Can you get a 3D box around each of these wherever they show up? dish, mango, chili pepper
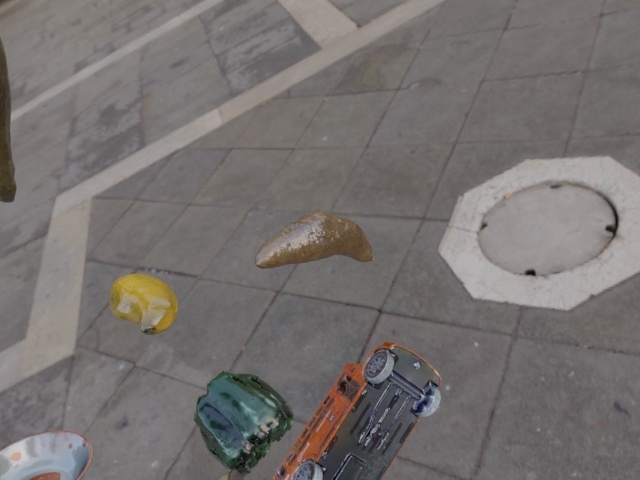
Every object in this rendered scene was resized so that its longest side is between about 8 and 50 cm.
[{"bbox_3d":[-0.640,0.546,1.291,0.260,0.086,0.260,-4,22,2],"label":"dish"},{"bbox_3d":[-0.297,0.103,0.972,0.098,0.075,0.190,-31,30,-28],"label":"mango"},{"bbox_3d":[-0.223,0.505,1.628,0.256,0.233,0.248,37,68,20],"label":"chili pepper"}]

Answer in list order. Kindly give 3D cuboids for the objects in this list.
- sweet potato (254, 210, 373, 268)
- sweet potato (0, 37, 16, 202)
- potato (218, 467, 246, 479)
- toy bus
[{"bbox_3d":[0.002,-0.004,1.171,0.092,0.114,0.341,20,15,39],"label":"sweet potato"},{"bbox_3d":[-0.588,-0.233,0.981,0.130,0.423,0.131,2,32,-1],"label":"sweet potato"},{"bbox_3d":[-0.218,0.611,1.309,0.100,0.261,0.120,-12,31,3],"label":"potato"},{"bbox_3d":[0.064,0.331,1.011,0.329,0.143,0.153,-56,21,-8],"label":"toy bus"}]
